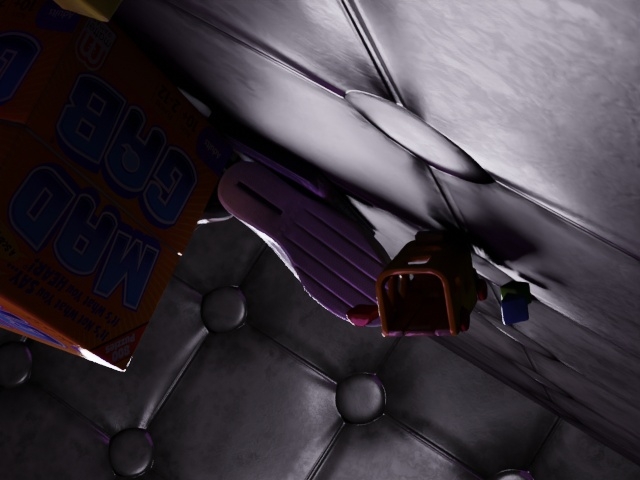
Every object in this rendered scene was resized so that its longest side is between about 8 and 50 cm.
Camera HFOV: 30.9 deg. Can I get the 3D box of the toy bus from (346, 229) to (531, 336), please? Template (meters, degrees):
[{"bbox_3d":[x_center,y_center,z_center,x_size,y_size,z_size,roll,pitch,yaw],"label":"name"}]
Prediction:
[{"bbox_3d":[0.136,0.042,1.383,0.202,0.191,0.104,22,125,62],"label":"toy bus"}]

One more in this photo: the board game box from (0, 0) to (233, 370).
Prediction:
[{"bbox_3d":[-0.406,-0.090,1.540,0.356,0.356,0.356,14,161,32],"label":"board game box"}]

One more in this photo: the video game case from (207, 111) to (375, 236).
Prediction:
[{"bbox_3d":[-0.038,-0.088,1.707,0.196,0.026,0.274,31,174,26],"label":"video game case"}]

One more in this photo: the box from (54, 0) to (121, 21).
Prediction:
[{"bbox_3d":[-0.292,-0.293,1.164,0.178,0.042,0.109,38,172,-40],"label":"box"}]

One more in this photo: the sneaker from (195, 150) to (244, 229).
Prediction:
[{"bbox_3d":[-0.200,-0.046,1.795,0.106,0.162,0.281,42,-160,-4],"label":"sneaker"}]

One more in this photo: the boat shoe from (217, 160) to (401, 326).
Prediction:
[{"bbox_3d":[0.000,0.000,1.645,0.335,0.121,0.119,43,-173,24],"label":"boat shoe"}]
